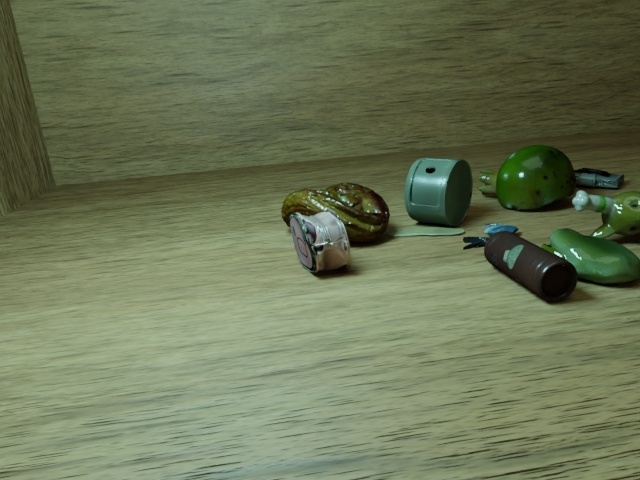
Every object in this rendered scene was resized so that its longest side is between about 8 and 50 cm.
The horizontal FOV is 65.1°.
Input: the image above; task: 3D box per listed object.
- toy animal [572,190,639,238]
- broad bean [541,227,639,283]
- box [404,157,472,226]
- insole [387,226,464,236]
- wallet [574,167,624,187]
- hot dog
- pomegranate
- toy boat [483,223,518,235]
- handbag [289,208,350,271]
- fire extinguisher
[{"bbox_3d":[0.904,-0.075,1.418,0.363,0.180,0.180,-10,10,-21],"label":"toy animal"},{"bbox_3d":[0.670,0.041,1.250,0.228,0.100,0.169,8,29,28],"label":"broad bean"},{"bbox_3d":[0.404,-0.167,1.713,0.150,0.226,0.226,10,24,37],"label":"box"},{"bbox_3d":[0.345,-0.030,1.655,0.248,0.011,0.081,-2,20,9],"label":"insole"},{"bbox_3d":[1.114,-0.261,2.068,0.231,0.069,0.170,13,21,38],"label":"wallet"},{"bbox_3d":[0.046,-0.100,1.680,0.388,0.174,0.267,12,23,42],"label":"hot dog"},{"bbox_3d":[0.764,-0.249,1.884,0.359,0.215,0.310,13,29,43],"label":"pomegranate"},{"bbox_3d":[0.577,-0.035,1.608,0.106,0.034,0.149,-1,7,18],"label":"toy boat"},{"bbox_3d":[-0.001,0.001,1.406,0.117,0.179,0.205,-16,20,-13],"label":"handbag"},{"bbox_3d":[0.478,0.044,1.271,0.138,0.102,0.344,-10,20,-10],"label":"fire extinguisher"}]
